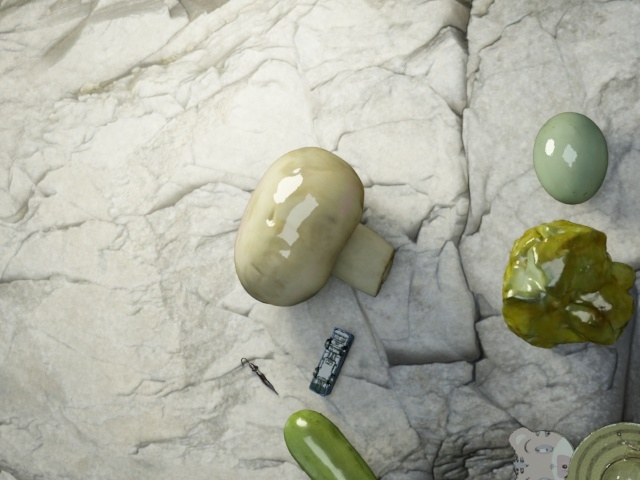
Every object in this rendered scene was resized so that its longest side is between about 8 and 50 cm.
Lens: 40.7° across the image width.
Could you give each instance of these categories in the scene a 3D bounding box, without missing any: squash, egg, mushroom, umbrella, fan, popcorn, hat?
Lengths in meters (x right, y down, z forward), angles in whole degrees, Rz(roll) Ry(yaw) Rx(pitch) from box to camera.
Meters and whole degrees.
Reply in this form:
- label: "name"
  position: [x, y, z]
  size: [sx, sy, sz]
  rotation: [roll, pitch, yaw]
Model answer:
- label: "squash"
  position: [0.060, 0.513, 1.843]
  size: [0.118, 0.118, 0.370]
  rotation: [-45, 76, 7]
- label: "egg"
  position: [0.514, -0.169, 1.777]
  size: [0.149, 0.149, 0.192]
  rotation: [-2, 85, 16]
- label: "mushroom"
  position: [-0.024, -0.019, 1.828]
  size: [0.353, 0.325, 0.353]
  rotation: [-4, 58, 6]
- label: "umbrella"
  position: [-0.137, 0.309, 1.980]
  size: [0.122, 0.013, 0.022]
  rotation: [39, 107, 17]
- label: "fan"
  position: [0.503, 0.461, 1.768]
  size: [0.226, 0.008, 0.153]
  rotation: [-2, 82, 16]
- label: "popcorn"
  position: [0.491, 0.088, 1.712]
  size: [0.276, 0.225, 0.276]
  rotation: [12, 129, 15]
- label: "hat"
  position: [0.606, 0.483, 1.674]
  size: [0.252, 0.110, 0.252]
  rotation: [-1, 85, 13]

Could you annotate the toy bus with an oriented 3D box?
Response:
- label: "toy bus"
  position: [0.025, 0.268, 1.912]
  size: [0.051, 0.061, 0.153]
  rotation: [24, 91, 17]
